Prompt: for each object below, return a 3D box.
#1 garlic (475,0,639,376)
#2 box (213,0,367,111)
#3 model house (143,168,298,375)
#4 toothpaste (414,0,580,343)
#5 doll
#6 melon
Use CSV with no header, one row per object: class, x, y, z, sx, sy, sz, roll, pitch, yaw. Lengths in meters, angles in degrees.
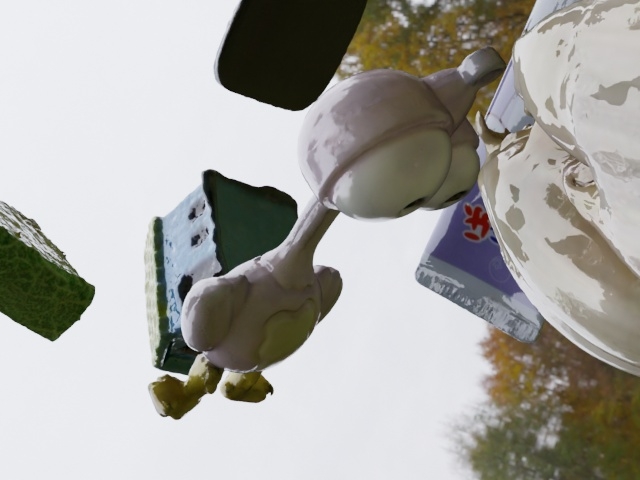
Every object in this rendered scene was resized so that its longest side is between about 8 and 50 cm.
garlic,0.165,-0.019,0.403,0.281,0.203,0.185,-24,-51,-67
box,-0.035,-0.272,1.066,0.201,0.042,0.213,11,-73,-51
model house,-0.174,0.066,1.355,0.215,0.303,0.237,17,-128,-39
toothpaste,0.186,-0.110,0.655,0.080,0.125,0.372,0,-65,-50
doll,0.000,-0.001,0.614,0.160,0.094,0.365,-1,-38,-50
melon,-0.265,-0.035,0.606,0.053,0.114,0.262,-34,-55,12
